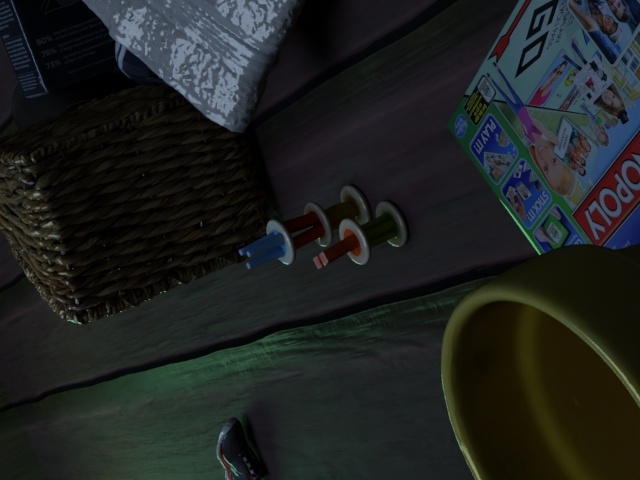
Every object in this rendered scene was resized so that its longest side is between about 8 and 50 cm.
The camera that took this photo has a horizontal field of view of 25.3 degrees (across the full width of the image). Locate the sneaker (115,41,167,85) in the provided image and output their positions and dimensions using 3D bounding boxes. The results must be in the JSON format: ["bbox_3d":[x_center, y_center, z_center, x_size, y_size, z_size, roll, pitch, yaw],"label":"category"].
[{"bbox_3d":[-0.142,-0.221,1.616,0.127,0.126,0.321,68,153,8],"label":"sneaker"}]

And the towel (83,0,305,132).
[{"bbox_3d":[-0.142,-0.264,1.471,0.282,0.049,0.187,41,124,23],"label":"towel"}]

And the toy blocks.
[{"bbox_3d":[0.000,0.000,1.516,0.123,0.148,0.054,27,136,53],"label":"toy blocks"}]

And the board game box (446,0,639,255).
[{"bbox_3d":[0.222,-0.100,1.126,0.213,0.046,0.317,57,153,17],"label":"board game box"}]

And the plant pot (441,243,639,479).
[{"bbox_3d":[0.254,0.102,1.018,0.254,0.239,0.254,43,147,38],"label":"plant pot"}]

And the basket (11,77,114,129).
[{"bbox_3d":[-0.342,-0.157,2.028,0.204,0.154,0.227,45,178,-39],"label":"basket"}]

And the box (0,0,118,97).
[{"bbox_3d":[-0.349,-0.312,1.899,0.108,0.153,0.207,2,114,62],"label":"box"}]

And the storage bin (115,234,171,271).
[{"bbox_3d":[-0.279,-0.020,2.060,0.098,0.135,0.091,39,154,42],"label":"storage bin"}]

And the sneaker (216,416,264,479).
[{"bbox_3d":[-0.112,0.334,2.156,0.064,0.061,0.158,12,128,27],"label":"sneaker"}]

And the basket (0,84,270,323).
[{"bbox_3d":[-0.241,-0.056,1.747,0.213,0.299,0.223,14,124,59],"label":"basket"}]
